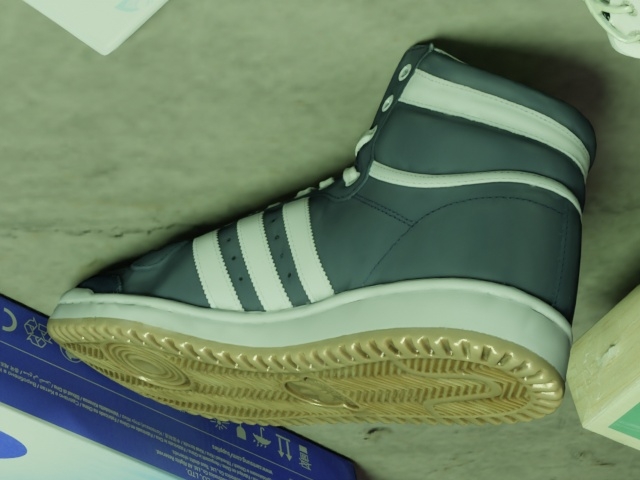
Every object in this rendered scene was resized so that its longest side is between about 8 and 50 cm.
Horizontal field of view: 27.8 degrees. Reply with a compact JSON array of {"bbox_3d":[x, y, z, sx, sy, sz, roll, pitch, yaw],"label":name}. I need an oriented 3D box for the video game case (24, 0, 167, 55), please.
[{"bbox_3d":[-0.092,-0.155,0.473,0.143,0.019,0.157,-37,130,25],"label":"video game case"}]

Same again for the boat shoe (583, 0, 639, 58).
[{"bbox_3d":[0.144,-0.104,0.521,0.226,0.083,0.076,26,124,-32],"label":"boat shoe"}]

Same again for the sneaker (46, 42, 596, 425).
[{"bbox_3d":[0.000,0.000,0.605,0.282,0.153,0.099,-3,148,38],"label":"sneaker"}]

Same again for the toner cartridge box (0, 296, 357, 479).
[{"bbox_3d":[-0.151,0.135,0.714,0.348,0.075,0.165,30,122,-33],"label":"toner cartridge box"}]

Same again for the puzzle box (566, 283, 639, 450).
[{"bbox_3d":[0.364,0.060,0.670,0.409,0.052,0.272,23,127,-28],"label":"puzzle box"}]
